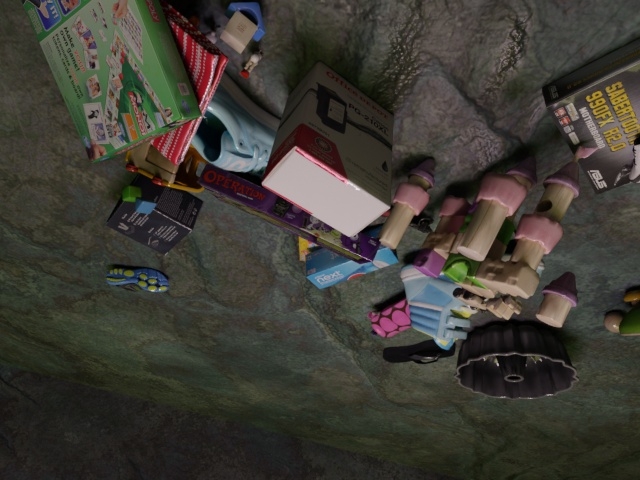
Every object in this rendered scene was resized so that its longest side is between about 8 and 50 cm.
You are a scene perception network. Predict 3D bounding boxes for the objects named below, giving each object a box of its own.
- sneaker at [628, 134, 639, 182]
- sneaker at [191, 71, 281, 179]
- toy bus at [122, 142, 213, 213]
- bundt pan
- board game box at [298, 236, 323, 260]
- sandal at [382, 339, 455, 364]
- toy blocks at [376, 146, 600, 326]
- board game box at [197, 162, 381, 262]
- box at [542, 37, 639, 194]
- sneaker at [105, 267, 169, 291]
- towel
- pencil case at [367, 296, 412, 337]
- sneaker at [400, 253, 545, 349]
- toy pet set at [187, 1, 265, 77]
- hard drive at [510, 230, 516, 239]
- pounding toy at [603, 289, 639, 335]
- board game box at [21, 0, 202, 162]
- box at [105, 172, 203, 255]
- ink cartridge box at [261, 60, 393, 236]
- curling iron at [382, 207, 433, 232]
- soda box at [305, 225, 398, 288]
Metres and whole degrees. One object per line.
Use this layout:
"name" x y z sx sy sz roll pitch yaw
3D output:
"sneaker" 0.502 -0.138 0.694 0.044 0.040 0.109 7 134 10
"sneaker" -0.143 -0.163 0.814 0.366 0.150 0.135 35 138 -26
"toy bus" -0.302 -0.164 0.887 0.191 0.202 0.104 -28 159 30
"bundt pan" 0.564 0.349 1.316 0.331 0.124 0.330 7 143 6
"board game box" 0.000 0.000 1.089 0.104 0.026 0.154 6 142 5
"sandal" 0.326 0.382 1.470 0.255 0.054 0.097 -21 132 34
"toy blocks" 0.319 -0.034 0.800 0.309 0.260 0.289 35 169 -23
"board game box" -0.058 -0.043 0.898 0.347 0.056 0.208 24 171 0
"box" 0.489 -0.191 0.704 0.183 0.056 0.231 -23 131 36
"sneaker" -0.549 0.121 1.359 0.188 0.067 0.078 6 163 4
"towel" -0.277 -0.271 0.670 0.275 0.031 0.198 42 122 8
"pencil case" 0.227 0.198 1.239 0.098 0.095 0.209 43 133 -6
"sneaker" 0.347 0.142 1.022 0.319 0.208 0.127 -10 166 31
"toy pet set" -0.136 -0.330 0.697 0.122 0.065 0.114 33 172 -22
"hard drive" 0.347 -0.022 0.979 0.135 0.022 0.094 -17 134 31
"pounding toy" 0.786 0.155 1.057 0.183 0.110 0.237 -12 167 11
"board game box" -0.313 -0.293 0.635 0.214 0.046 0.317 -13 102 30
"box" -0.388 -0.063 1.049 0.158 0.093 0.156 32 138 -27
"ink cartridge box" 0.022 -0.152 0.722 0.172 0.237 0.100 30 136 -22
"curling iron" 0.120 -0.073 0.954 0.274 0.035 0.068 20 178 -5
"soda box" 0.072 0.043 1.057 0.210 0.067 0.071 -21 139 19
